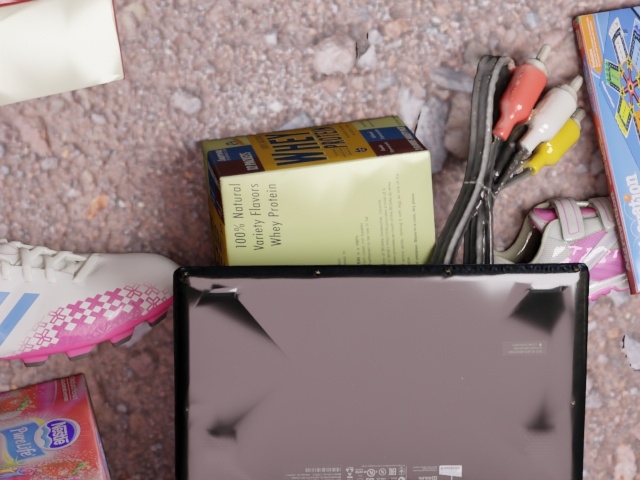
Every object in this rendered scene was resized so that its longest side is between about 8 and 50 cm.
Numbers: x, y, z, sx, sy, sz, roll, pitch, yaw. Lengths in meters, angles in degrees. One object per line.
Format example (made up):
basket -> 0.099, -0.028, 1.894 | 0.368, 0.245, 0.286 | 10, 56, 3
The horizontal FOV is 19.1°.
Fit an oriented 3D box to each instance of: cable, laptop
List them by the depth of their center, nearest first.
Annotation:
cable -> 0.174, -0.068, 1.827 | 0.139, 0.072, 0.287 | 53, 50, -36
laptop -> 0.048, 0.199, 1.864 | 0.382, 0.236, 0.408 | -1, 102, -4

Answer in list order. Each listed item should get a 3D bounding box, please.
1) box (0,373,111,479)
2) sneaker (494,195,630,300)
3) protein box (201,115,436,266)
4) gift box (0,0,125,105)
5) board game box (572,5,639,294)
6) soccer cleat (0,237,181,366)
box -> -0.268, 0.254, 1.790 | 0.154, 0.300, 0.142 | -13, 109, -6
sneaker -> 0.267, 0.002, 1.920 | 0.252, 0.103, 0.111 | -34, 108, -3
protein box -> 0.000, 0.000, 1.849 | 0.201, 0.136, 0.200 | -8, 109, -9
gift box -> -0.331, -0.212, 1.635 | 0.258, 0.255, 0.276 | -13, 104, -23
board game box -> 0.349, -0.096, 1.884 | 0.145, 0.027, 0.281 | -10, 84, -10
soccer cleat -> -0.298, 0.049, 1.818 | 0.331, 0.116, 0.143 | -16, 110, -5
